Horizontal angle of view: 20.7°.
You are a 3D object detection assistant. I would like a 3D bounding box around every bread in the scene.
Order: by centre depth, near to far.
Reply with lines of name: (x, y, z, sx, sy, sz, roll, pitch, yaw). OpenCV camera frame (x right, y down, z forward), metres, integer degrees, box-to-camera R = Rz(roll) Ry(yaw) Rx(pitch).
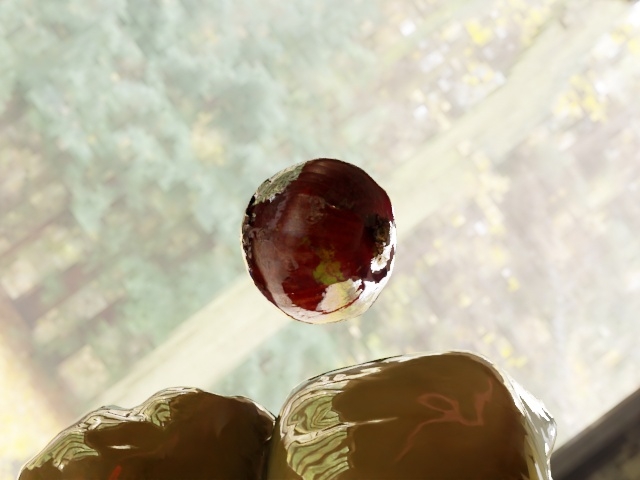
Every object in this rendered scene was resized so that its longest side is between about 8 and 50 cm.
bread: (0.001, 0.246, 0.669, 0.329, 0.245, 0.424, -49, 141, -63)

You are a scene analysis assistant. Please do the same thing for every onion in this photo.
onion: (0.000, 0.000, 1.319, 0.131, 0.131, 0.131, 53, -6, 8)
